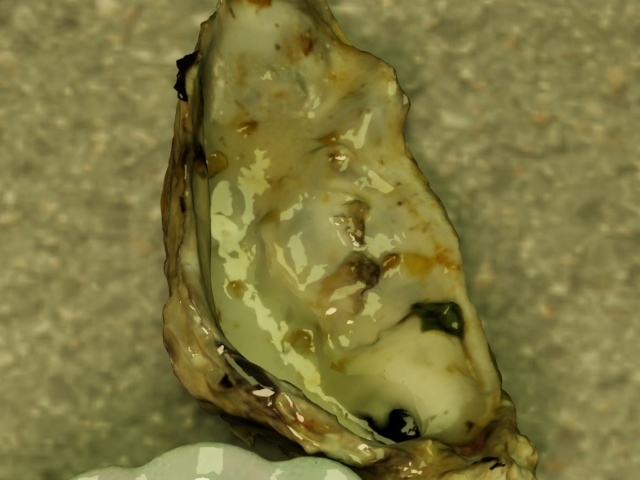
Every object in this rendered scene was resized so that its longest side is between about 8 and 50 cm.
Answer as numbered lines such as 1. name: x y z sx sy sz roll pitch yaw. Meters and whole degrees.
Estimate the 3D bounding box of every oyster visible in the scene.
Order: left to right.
1. oyster: 0.004 0.002 0.839 0.166 0.094 0.294 5 59 -18

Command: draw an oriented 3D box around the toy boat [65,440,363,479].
1. toy boat: -0.083 0.206 0.746 0.290 0.100 0.199 -27 72 -10
